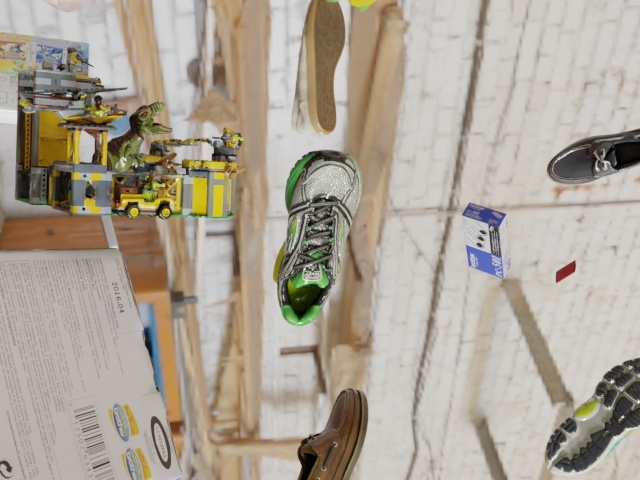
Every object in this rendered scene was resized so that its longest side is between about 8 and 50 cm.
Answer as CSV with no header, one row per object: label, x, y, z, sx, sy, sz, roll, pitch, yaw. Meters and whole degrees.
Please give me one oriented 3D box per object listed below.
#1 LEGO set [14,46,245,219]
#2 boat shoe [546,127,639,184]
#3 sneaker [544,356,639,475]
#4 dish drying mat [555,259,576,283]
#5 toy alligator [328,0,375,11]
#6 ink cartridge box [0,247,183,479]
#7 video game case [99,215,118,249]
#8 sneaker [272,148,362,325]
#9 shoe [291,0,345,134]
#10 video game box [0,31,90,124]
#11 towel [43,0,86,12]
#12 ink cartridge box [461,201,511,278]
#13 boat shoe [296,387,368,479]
LEGO set,-0.242,-0.134,1.078,0.331,0.255,0.192,-164,-104,-66
boat shoe,0.461,-0.139,1.420,0.065,0.206,0.075,1,76,-69
sneaker,0.485,0.295,1.490,0.107,0.275,0.110,52,-3,28
dish drying mat,0.570,0.073,2.067,0.083,0.008,0.032,128,-23,-64
toy alligator,0.019,-0.238,0.697,0.189,0.051,0.056,89,-16,-69
ink cartridge box,-0.292,0.154,0.874,0.395,0.151,0.269,-2,74,-67
video game case,-0.480,-0.025,2.006,0.173,0.022,0.190,104,-31,-60
sneaker,0.000,0.000,1.545,0.146,0.134,0.343,-100,-163,-57
shoe,-0.010,-0.259,1.301,0.058,0.077,0.218,-4,-102,41
video game box,-0.528,-0.293,1.624,0.048,0.205,0.187,123,-34,-54
towel,-0.449,-0.565,1.629,0.317,0.332,0.053,13,52,-63
ink cartridge box,0.394,0.002,2.101,0.046,0.097,0.207,-55,150,-25
boat shoe,0.013,0.409,1.710,0.110,0.105,0.307,124,-14,-50
